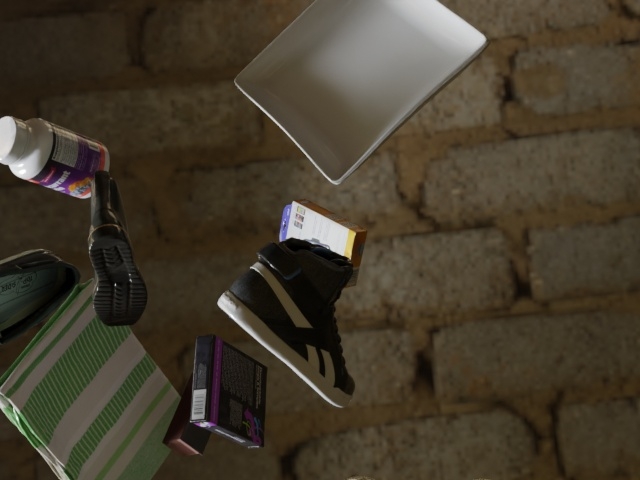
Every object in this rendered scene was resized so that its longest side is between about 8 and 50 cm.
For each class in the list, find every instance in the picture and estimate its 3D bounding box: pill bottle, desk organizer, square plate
[{"bbox_3d":[-0.470,-0.148,2.124,0.108,0.108,0.193,-13,157,39],"label":"pill bottle"},{"bbox_3d":[-0.188,0.260,1.867,0.050,0.130,0.047,-19,130,45],"label":"desk organizer"},{"bbox_3d":[0.066,-0.295,2.088,0.344,0.347,0.049,-43,141,1],"label":"square plate"}]

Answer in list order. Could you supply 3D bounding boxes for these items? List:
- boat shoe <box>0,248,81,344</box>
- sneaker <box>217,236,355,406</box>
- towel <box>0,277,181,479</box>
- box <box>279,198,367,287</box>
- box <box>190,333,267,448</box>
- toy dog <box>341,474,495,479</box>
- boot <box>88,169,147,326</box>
[{"bbox_3d":[-0.513,0.111,1.894,0.113,0.127,0.340,7,-157,44],"label":"boat shoe"},{"bbox_3d":[0.003,0.078,1.230,0.079,0.121,0.217,38,175,44],"label":"sneaker"},{"bbox_3d":[-0.328,0.247,1.832,0.038,0.248,0.325,2,134,38],"label":"towel"},{"bbox_3d":[0.000,0.000,1.643,0.028,0.081,0.136,-9,-152,-43],"label":"box"},{"bbox_3d":[-0.119,0.203,1.635,0.029,0.116,0.162,-9,155,24],"label":"box"},{"bbox_3d":[0.095,0.450,1.406,0.395,0.408,0.284,-45,167,-13],"label":"toy dog"},{"bbox_3d":[-0.285,0.013,1.714,0.077,0.137,0.198,-4,137,-11],"label":"boot"}]
